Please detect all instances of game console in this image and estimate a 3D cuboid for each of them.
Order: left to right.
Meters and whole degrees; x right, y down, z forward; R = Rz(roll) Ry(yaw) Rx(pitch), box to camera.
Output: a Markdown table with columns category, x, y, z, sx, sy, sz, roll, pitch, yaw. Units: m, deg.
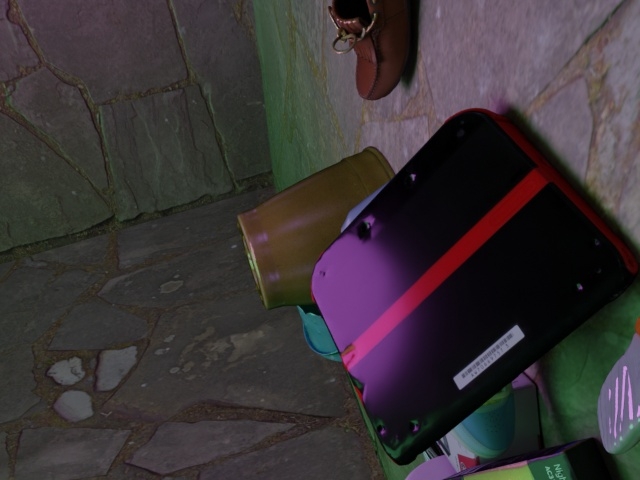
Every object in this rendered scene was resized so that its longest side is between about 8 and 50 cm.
| category | x | y | z | sx | sy | sz | roll | pitch | yaw |
| --- | --- | --- | --- | --- | --- | --- | --- | --- | --- |
| game console | 0.160 | 0.046 | 0.884 | 0.060 | 0.386 | 0.342 | 19 | -148 | -43 |

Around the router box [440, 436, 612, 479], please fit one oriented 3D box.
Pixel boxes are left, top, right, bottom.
| category | x | y | z | sx | sy | sz | roll | pitch | yaw |
| --- | --- | --- | --- | --- | --- | --- | --- | --- | --- |
| router box | 0.330 | 0.460 | 0.954 | 0.243 | 0.081 | 0.308 | -37 | 66 | 45 |

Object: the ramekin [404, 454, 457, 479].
| category | x | y | z | sx | sy | sz | roll | pitch | yaw |
| --- | --- | --- | --- | --- | --- | --- | --- | --- | --- |
| ramekin | 0.267 | 0.502 | 1.205 | 0.277 | 0.277 | 0.135 | -131 | 33 | -69 |

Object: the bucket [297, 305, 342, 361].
| category | x | y | z | sx | sy | sz | roll | pitch | yaw |
| --- | --- | --- | --- | --- | --- | --- | --- | --- | --- |
| bucket | 0.069 | 0.185 | 1.852 | 0.281 | 0.281 | 0.183 | -121 | 13 | -57 |

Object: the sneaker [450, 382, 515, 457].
| category | x | y | z | sx | sy | sz | roll | pitch | yaw |
| --- | --- | --- | --- | --- | --- | --- | --- | --- | --- |
| sneaker | 0.225 | 0.174 | 0.952 | 0.208 | 0.127 | 0.318 | 170 | 82 | -81 |

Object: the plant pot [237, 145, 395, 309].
| category | x | y | z | sx | sy | sz | roll | pitch | yaw |
| --- | --- | --- | --- | --- | --- | --- | --- | --- | --- |
| plant pot | 0.000 | 0.000 | 1.600 | 0.366 | 0.353 | 0.366 | 163 | 90 | -81 |

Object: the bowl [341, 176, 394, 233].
| category | x | y | z | sx | sy | sz | roll | pitch | yaw |
| --- | --- | --- | --- | --- | --- | --- | --- | --- | --- |
| bowl | 0.139 | 0.035 | 1.216 | 0.311 | 0.163 | 0.311 | -17 | -90 | -84 |

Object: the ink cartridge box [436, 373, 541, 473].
| category | x | y | z | sx | sy | sz | roll | pitch | yaw |
| --- | --- | --- | --- | --- | --- | --- | --- | --- | --- |
| ink cartridge box | 0.267 | 0.292 | 1.237 | 0.306 | 0.131 | 0.226 | -132 | 26 | -66 |

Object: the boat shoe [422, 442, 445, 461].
| category | x | y | z | sx | sy | sz | roll | pitch | yaw |
| --- | --- | --- | --- | --- | --- | --- | --- | --- | --- |
| boat shoe | 0.259 | 0.416 | 1.639 | 0.335 | 0.121 | 0.119 | 58 | 159 | 18 |

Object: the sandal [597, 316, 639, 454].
| category | x | y | z | sx | sy | sz | roll | pitch | yaw |
| --- | --- | --- | --- | --- | --- | --- | --- | --- | --- |
| sandal | 0.338 | 0.110 | 0.627 | 0.102 | 0.076 | 0.265 | -83 | 1 | -46 |

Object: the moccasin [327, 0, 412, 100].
| category | x | y | z | sx | sy | sz | roll | pitch | yaw |
| --- | --- | --- | --- | --- | --- | --- | --- | --- | --- |
| moccasin | 0.073 | -0.379 | 1.096 | 0.380 | 0.147 | 0.139 | 89 | 162 | -60 |
